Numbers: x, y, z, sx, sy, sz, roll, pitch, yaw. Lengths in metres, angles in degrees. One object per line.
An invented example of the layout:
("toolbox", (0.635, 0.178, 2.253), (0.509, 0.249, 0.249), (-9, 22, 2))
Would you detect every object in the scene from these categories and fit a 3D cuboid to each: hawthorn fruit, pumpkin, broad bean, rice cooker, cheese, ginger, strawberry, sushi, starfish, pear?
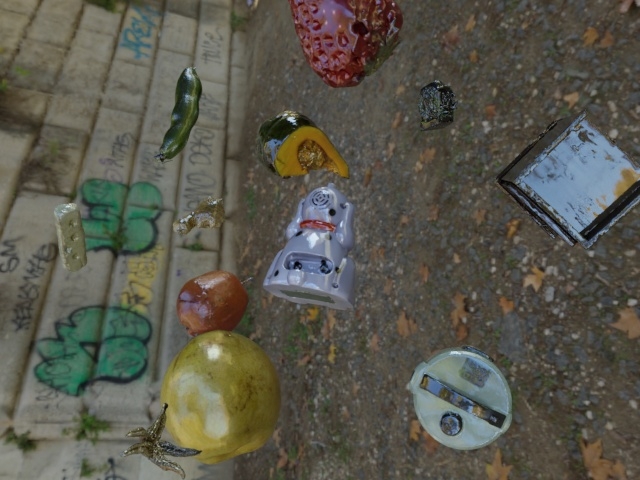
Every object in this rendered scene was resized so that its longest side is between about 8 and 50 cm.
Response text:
("hawthorn fruit", (-0.319, 0.187, 1.557), (0.211, 0.299, 0.211), (28, 136, 30))
("pumpkin", (-0.058, -0.229, 1.400), (0.190, 0.280, 0.139), (-46, 39, -7))
("broad bean", (-0.282, -0.266, 1.011), (0.046, 0.065, 0.255), (64, -151, -59))
("rice cooker", (0.322, 0.353, 1.133), (0.244, 0.226, 0.226), (24, -109, -73))
("cheese", (-0.630, -0.006, 1.239), (0.043, 0.065, 0.194), (30, 129, 26))
("ginger", (-0.335, -0.057, 1.395), (0.165, 0.096, 0.067), (-44, -17, -28))
("strawberry", (0.041, -0.606, 1.347), (0.317, 0.345, 0.295), (-48, 2, -22))
("sushi", (0.242, -0.280, 1.006), (0.084, 0.056, 0.083), (159, 101, -70))
("starfish", (-0.237, 0.293, 0.718), (0.041, 0.133, 0.130), (-45, 25, 3))
("pear", (-0.246, 0.380, 1.213), (0.314, 0.314, 0.315), (-172, 90, -72))

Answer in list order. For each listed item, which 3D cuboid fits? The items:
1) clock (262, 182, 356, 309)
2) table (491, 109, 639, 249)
("clock", (0.000, 0.004, 1.015), (0.189, 0.188, 0.254), (136, 150, -63))
("table", (0.434, -0.102, 0.866), (0.172, 0.169, 0.193), (-47, -2, 14))
